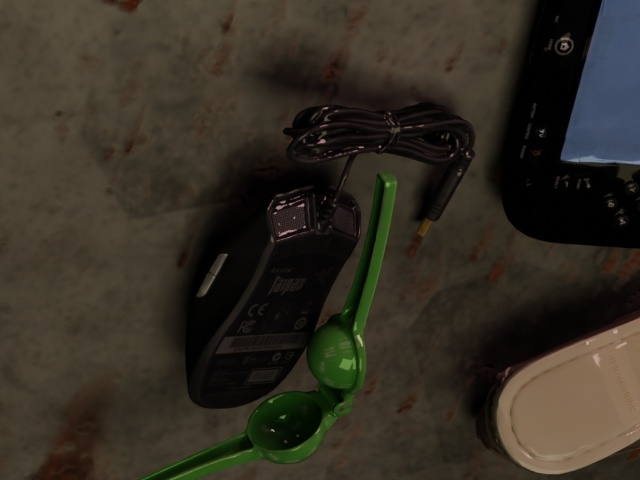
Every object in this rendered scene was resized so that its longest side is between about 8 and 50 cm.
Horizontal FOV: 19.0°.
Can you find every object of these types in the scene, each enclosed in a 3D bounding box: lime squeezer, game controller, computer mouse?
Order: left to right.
[{"bbox_3d":[-0.020,0.088,1.319,0.110,0.059,0.310,35,104,-24],"label":"lime squeezer"},{"bbox_3d":[0.000,0.000,1.328,0.184,0.060,0.262,-7,133,-41],"label":"computer mouse"},{"bbox_3d":[0.227,-0.134,1.307,0.166,0.067,0.319,-2,123,-20],"label":"game controller"}]

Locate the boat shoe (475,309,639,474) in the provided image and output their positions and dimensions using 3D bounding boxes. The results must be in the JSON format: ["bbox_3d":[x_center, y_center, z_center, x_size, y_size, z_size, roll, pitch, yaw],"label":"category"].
[{"bbox_3d":[0.274,0.099,1.468,0.324,0.097,0.117,-19,87,-12],"label":"boat shoe"}]
